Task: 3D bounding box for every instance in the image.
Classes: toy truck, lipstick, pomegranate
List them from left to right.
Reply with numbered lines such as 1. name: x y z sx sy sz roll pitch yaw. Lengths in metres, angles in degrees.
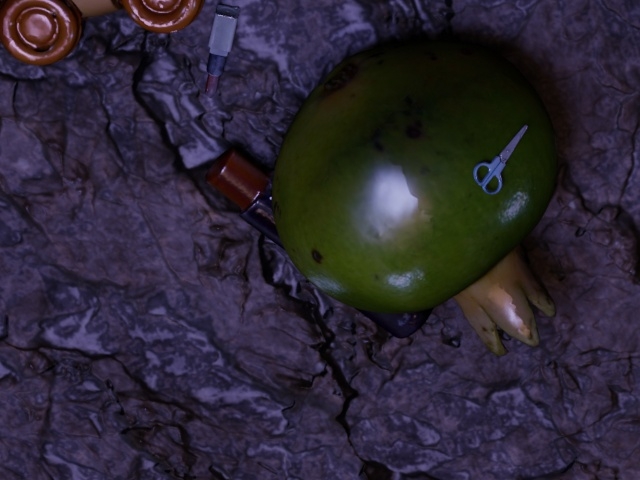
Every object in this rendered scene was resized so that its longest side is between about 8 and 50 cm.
1. toy truck: -0.213 -0.311 1.877 0.288 0.204 0.211 -12 113 8
2. lipstick: -0.109 -0.198 2.031 0.025 0.025 0.107 12 124 -4
3. lipstick: 0.000 0.000 2.097 0.300 0.081 0.081 37 112 -17
4. pomegranate: 0.125 -0.031 1.963 0.310 0.216 0.358 -38 101 -3

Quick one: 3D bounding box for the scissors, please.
1. scissors: 0.179 -0.083 1.865 0.036 0.006 0.083 44 69 -21
